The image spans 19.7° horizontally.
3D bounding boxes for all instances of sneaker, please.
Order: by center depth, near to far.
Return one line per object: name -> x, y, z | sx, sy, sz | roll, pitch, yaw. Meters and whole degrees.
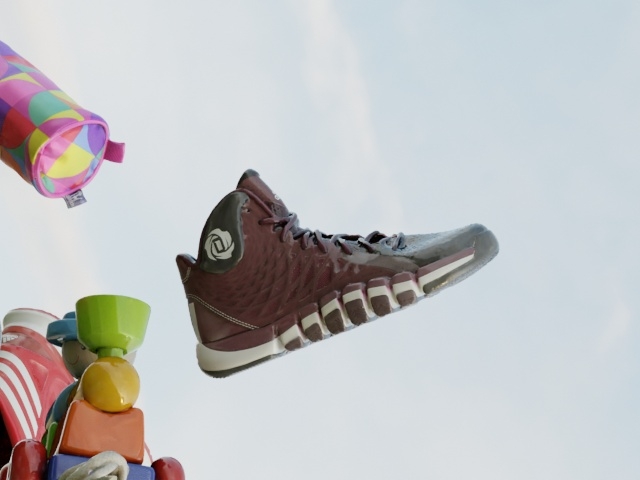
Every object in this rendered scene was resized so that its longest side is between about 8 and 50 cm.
sneaker -> -0.218, 0.172, 1.467 | 0.087, 0.128, 0.221 | -6, -52, 33
sneaker -> 0.000, 0.000, 1.578 | 0.106, 0.281, 0.162 | 2, 66, -82

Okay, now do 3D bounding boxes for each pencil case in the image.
pencil case -> -0.303, -0.130, 1.825 | 0.236, 0.104, 0.104 | 38, -38, 32

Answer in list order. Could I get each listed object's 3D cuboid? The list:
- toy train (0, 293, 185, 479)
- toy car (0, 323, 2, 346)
toy train -> -0.130, 0.096, 1.113 | 0.248, 0.105, 0.143 | 132, -36, -68
toy car -> -0.262, 0.063, 1.091 | 0.188, 0.149, 0.155 | 179, -93, -78
